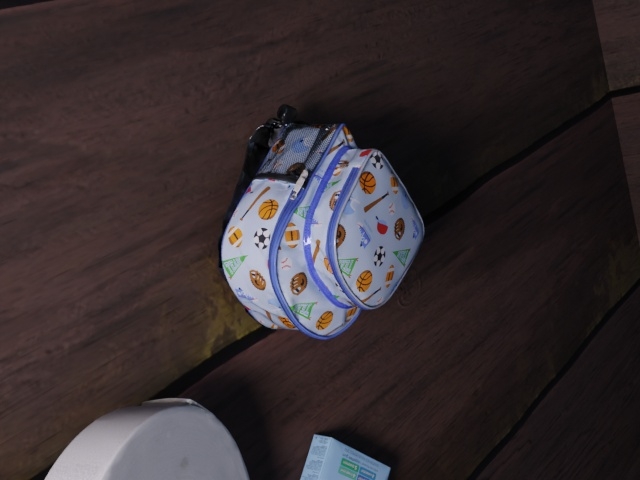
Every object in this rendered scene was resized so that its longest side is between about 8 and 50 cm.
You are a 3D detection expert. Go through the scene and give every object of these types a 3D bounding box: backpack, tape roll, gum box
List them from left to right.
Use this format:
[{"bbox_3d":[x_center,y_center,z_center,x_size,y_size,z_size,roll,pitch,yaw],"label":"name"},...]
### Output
[{"bbox_3d":[-0.181,0.371,0.853,0.392,0.072,0.392,-6,90,-69],"label":"tape roll"},{"bbox_3d":[0.000,0.000,1.077,0.263,0.213,0.276,-56,129,-20],"label":"backpack"},{"bbox_3d":[0.024,0.406,1.190,0.157,0.041,0.184,38,63,-39],"label":"gum box"}]
